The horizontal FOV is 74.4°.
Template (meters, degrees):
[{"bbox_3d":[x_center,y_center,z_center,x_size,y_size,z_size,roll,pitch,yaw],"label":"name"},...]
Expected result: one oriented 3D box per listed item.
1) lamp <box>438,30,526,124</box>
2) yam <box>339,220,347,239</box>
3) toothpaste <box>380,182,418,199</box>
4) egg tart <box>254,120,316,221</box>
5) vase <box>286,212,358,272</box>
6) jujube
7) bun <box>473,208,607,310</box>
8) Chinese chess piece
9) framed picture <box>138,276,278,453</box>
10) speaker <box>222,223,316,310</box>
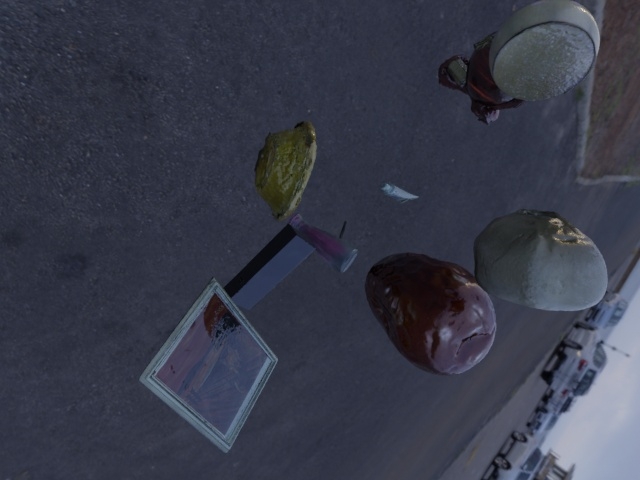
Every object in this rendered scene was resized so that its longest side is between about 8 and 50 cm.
[{"bbox_3d":[0.378,-0.375,0.937,0.151,0.215,0.223,-14,159,-44],"label":"lamp"},{"bbox_3d":[0.075,-0.018,1.508,0.014,0.014,0.107,10,100,-52],"label":"yam"},{"bbox_3d":[0.253,-0.153,1.372,0.255,0.067,0.037,10,64,-60],"label":"toothpaste"},{"bbox_3d":[-0.129,-0.235,1.384,0.132,0.345,0.346,13,108,-24],"label":"egg tart"},{"bbox_3d":[0.000,0.000,1.216,0.086,0.214,0.086,-49,165,-18],"label":"vase"},{"bbox_3d":[0.214,0.137,0.879,0.223,0.318,0.223,-6,106,-20],"label":"jujube"},{"bbox_3d":[0.287,0.016,0.563,0.166,0.173,0.114,1,106,-15],"label":"bun"},{"bbox_3d":[0.274,-0.233,0.523,0.122,0.122,0.051,54,42,-52],"label":"Chinese chess piece"},{"bbox_3d":[-0.183,0.236,0.781,0.216,0.016,0.273,-60,137,-36],"label":"framed picture"},{"bbox_3d":[-0.116,0.064,0.955,0.218,0.044,0.082,-44,138,9],"label":"speaker"}]
